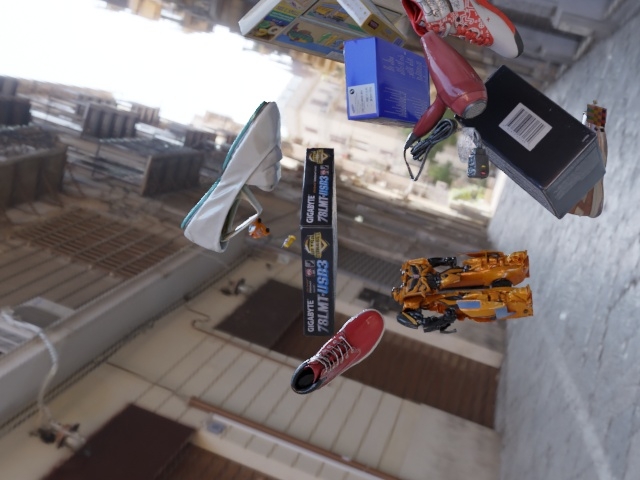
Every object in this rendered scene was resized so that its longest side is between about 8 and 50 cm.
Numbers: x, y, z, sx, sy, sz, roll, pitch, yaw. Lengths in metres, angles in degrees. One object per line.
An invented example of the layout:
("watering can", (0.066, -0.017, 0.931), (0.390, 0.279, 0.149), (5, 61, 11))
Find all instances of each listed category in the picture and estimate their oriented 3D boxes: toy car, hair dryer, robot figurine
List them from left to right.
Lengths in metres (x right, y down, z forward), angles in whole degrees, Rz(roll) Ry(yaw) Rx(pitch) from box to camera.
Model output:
("toy car", (-0.120, -0.018, 1.698), (0.040, 0.122, 0.060), (-52, -44, -27))
("hair dryer", (0.225, -0.257, 1.440), (0.080, 0.223, 0.294), (-8, -79, -42))
("robot figurine", (0.289, 0.095, 1.545), (0.211, 0.290, 0.085), (-79, -20, -46))

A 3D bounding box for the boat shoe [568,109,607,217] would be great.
("boat shoe", (0.779, -0.224, 2.204), (0.123, 0.116, 0.325), (-54, -37, -76))

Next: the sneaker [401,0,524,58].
("sneaker", (0.282, -0.437, 1.511), (0.145, 0.270, 0.090), (-47, 12, -9))

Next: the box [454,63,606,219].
("box", (0.522, -0.237, 1.825), (0.183, 0.296, 0.294), (-47, -26, 8))

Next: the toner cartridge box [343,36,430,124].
("toner cartridge box", (0.157, -0.341, 1.649), (0.347, 0.075, 0.165), (-10, -81, -63))

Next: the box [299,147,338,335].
("box", (0.000, 0.000, 1.579), (0.293, 0.073, 0.296), (-89, -2, -52))

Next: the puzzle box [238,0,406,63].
("puzzle box", (0.015, -0.616, 2.050), (0.408, 0.272, 0.052), (1, -114, -45))

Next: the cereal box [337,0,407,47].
("cereal box", (0.088, -0.557, 1.747), (0.047, 0.240, 0.173), (-46, -30, 20))

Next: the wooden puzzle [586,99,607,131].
("wooden puzzle", (0.651, -0.295, 1.750), (0.006, 0.049, 0.083), (-37, -44, -25))

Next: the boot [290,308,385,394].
("boot", (0.042, 0.247, 1.635), (0.244, 0.088, 0.176), (-44, -12, 4))

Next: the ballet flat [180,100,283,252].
("ballet flat", (-0.163, -0.123, 1.607), (0.400, 0.139, 0.139), (-52, 1, 32))
